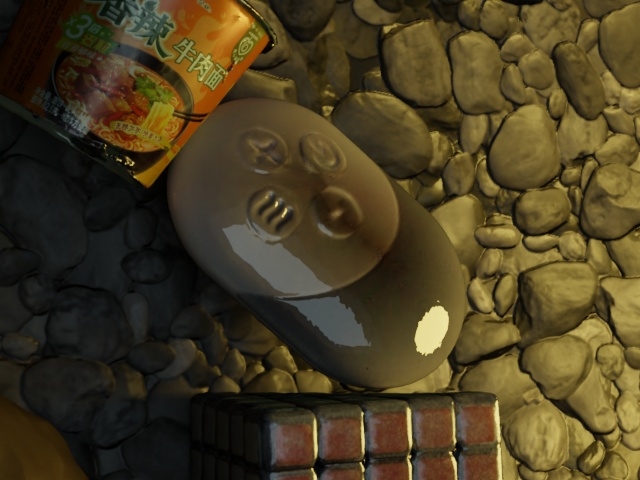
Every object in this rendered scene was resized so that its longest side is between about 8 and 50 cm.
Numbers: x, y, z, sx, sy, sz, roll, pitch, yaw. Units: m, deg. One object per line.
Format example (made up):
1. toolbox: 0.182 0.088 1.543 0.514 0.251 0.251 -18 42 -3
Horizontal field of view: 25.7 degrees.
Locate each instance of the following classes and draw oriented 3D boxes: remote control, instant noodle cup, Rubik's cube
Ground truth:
1. remote control: 0.000 0.000 1.347 0.332 0.103 0.221 42 55 -5
2. instant noodle cup: -0.180 -0.166 1.255 0.230 0.230 0.182 33 84 -17
3. Rubik's cube: 0.018 0.258 1.291 0.237 0.237 0.238 1 85 -23

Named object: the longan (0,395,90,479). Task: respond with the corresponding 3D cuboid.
1. longan: -0.337 0.291 1.068 0.391 0.391 0.391 1 86 -22
